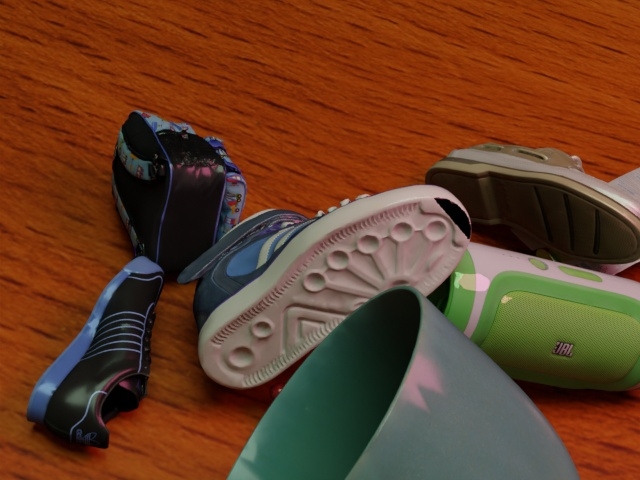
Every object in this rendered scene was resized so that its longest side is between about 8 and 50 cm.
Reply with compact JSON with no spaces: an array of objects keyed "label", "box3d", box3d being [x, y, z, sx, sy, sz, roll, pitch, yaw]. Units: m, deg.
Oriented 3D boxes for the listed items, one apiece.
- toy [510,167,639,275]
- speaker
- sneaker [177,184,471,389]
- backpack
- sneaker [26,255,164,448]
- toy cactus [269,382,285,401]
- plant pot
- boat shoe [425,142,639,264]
[{"label":"toy","box3d":[0.369,-0.008,1.588,0.237,0.056,0.137,-22,44,-22]},{"label":"speaker","box3d":[0.233,0.083,1.368,0.296,0.131,0.131,12,40,-26]},{"label":"sneaker","box3d":[0.000,0.001,1.350,0.130,0.323,0.236,48,18,-25]},{"label":"backpack","box3d":[-0.172,-0.063,1.469,0.117,0.158,0.173,-3,33,-27]},{"label":"sneaker","box3d":[-0.205,0.116,1.325,0.090,0.081,0.232,24,51,9]},{"label":"toy cactus","box3d":[0.064,0.196,1.283,0.219,0.112,0.180,-1,48,-8]},{"label":"plant pot","box3d":[0.081,0.223,1.073,0.235,0.293,0.293,36,42,-12]},{"label":"boat shoe","box3d":[0.271,-0.061,1.534,0.302,0.113,0.103,21,47,38]}]
